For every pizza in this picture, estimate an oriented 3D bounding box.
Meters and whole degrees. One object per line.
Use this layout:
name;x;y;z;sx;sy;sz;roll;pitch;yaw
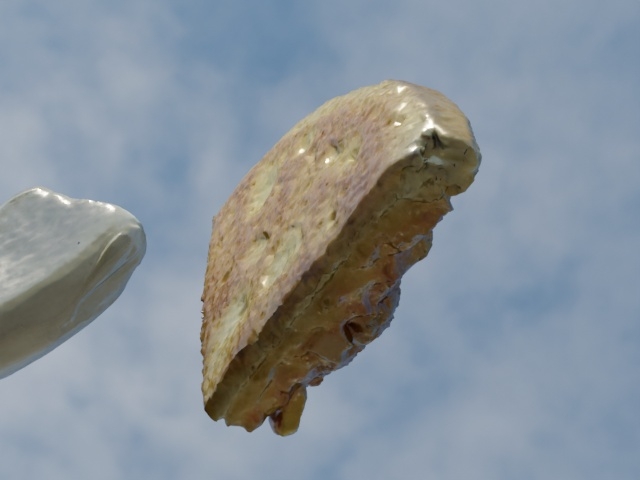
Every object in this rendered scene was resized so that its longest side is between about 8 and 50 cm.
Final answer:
pizza;0.017;-0.030;1.227;0.087;0.257;0.268;25;-59;-19

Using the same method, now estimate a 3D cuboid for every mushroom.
mushroom;-0.298;0.075;1.449;0.122;0.329;0.159;54;-24;-3
